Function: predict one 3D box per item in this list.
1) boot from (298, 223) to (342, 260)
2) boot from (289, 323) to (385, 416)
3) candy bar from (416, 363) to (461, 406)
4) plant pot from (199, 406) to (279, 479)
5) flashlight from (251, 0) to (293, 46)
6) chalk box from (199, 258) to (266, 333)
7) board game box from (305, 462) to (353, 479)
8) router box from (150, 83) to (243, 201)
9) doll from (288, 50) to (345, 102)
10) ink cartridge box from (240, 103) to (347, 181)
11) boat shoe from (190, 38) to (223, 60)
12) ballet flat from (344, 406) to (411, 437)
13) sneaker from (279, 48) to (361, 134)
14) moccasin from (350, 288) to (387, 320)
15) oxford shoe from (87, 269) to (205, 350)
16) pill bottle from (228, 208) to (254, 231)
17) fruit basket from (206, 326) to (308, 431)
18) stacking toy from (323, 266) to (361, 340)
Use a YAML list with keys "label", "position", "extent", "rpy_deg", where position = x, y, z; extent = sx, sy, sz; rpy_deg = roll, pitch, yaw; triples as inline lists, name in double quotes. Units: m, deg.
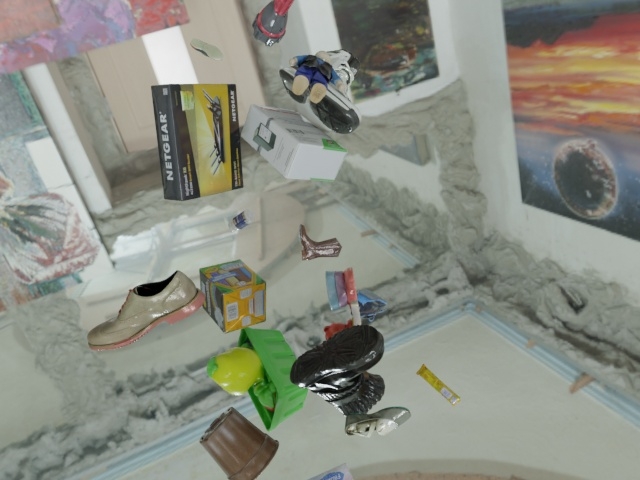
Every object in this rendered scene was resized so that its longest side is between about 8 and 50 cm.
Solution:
- label: "boot"
  position: [0.000, 0.000, 1.450]
  extent: [0.114, 0.106, 0.037]
  rpy_deg: [-8, -165, -9]
- label: "boot"
  position: [0.111, 0.382, 1.510]
  extent: [0.348, 0.260, 0.131]
  rpy_deg: [-31, -148, 39]
- label: "candy bar"
  position: [0.371, 0.456, 1.657]
  extent: [0.040, 0.018, 0.161]
  rpy_deg: [-49, -122, -2]
- label: "plant pot"
  position: [-0.229, 0.556, 1.430]
  extent: [0.167, 0.165, 0.167]
  rpy_deg: [-45, -177, 3]
- label: "flashlight"
  position: [-0.105, -0.690, 1.525]
  extent: [0.103, 0.103, 0.304]
  rpy_deg: [-34, -177, -30]
- label: "chalk box"
  position: [-0.352, 0.195, 2.029]
  extent: [0.179, 0.180, 0.289]
  rpy_deg: [-13, -151, -30]
- label: "board game box"
  position: [-0.053, 0.799, 1.537]
  extent: [0.318, 0.319, 0.066]
  rpy_deg: [-19, -132, -12]
- label: "router box"
  position: [-0.338, -0.283, 1.485]
  extent: [0.081, 0.309, 0.243]
  rpy_deg: [9, -161, 35]
- label: "doll"
  position: [-0.006, -0.343, 1.086]
  extent: [0.129, 0.046, 0.189]
  rpy_deg: [23, -143, -9]
- label: "ink cartridge box"
  position: [-0.089, -0.315, 1.695]
  extent: [0.211, 0.121, 0.289]
  rpy_deg: [-2, -144, -42]
- label: "boat shoe"
  position: [-0.442, -0.741, 2.054]
  extent: [0.137, 0.049, 0.043]
  rpy_deg: [25, 174, -10]
- label: "ballet flat"
  position: [0.154, 0.503, 1.436]
  extent: [0.213, 0.072, 0.068]
  rpy_deg: [-22, -146, 38]
- label: "sneaker"
  position: [0.061, -0.551, 1.821]
  extent: [0.257, 0.169, 0.447]
  rpy_deg: [-35, -131, -9]
- label: "moccasin"
  position: [0.201, 0.291, 2.392]
  extent: [0.137, 0.117, 0.342]
  rpy_deg: [32, -174, 26]
- label: "oxford shoe"
  position: [-0.489, 0.180, 1.413]
  extent: [0.348, 0.130, 0.123]
  rpy_deg: [-26, -153, 4]
- label: "pill bottle"
  position: [-0.374, -0.090, 2.471]
  extent: [0.120, 0.067, 0.067]
  rpy_deg: [-31, -163, 24]
- label: "fruit basket"
  position: [-0.267, 0.520, 2.019]
  extent: [0.392, 0.283, 0.392]
  rpy_deg: [11, -146, -7]
- label: "stacking toy"
  position: [0.064, 0.258, 1.676]
  extent: [0.130, 0.309, 0.279]
  rpy_deg: [-9, -160, 3]
